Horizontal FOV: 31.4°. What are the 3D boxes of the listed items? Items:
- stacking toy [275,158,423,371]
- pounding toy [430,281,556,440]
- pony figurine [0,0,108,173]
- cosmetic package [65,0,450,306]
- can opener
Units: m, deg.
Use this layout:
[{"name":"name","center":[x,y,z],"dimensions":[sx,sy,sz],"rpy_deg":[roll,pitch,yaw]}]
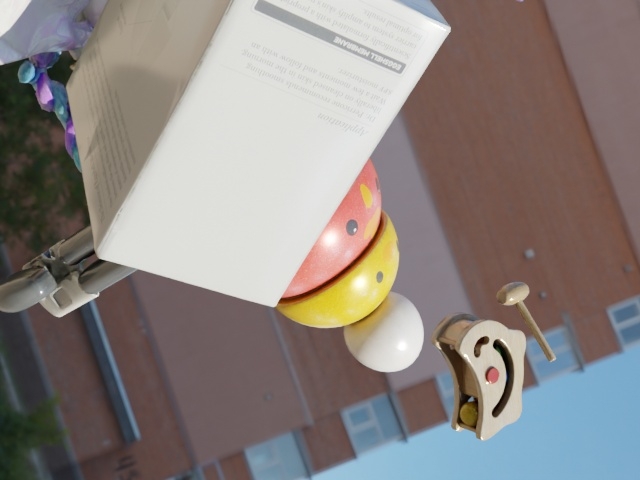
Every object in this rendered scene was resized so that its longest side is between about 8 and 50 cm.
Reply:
[{"name":"stacking toy","center":[0.000,0.000,1.623],"dimensions":[0.480,0.350,0.350],"rpy_deg":[51,-6,-24]},{"name":"pounding toy","center":[0.292,0.209,1.935],"dimensions":[0.155,0.154,0.270],"rpy_deg":[13,-77,55]},{"name":"pony figurine","center":[-0.210,-0.248,1.150],"dimensions":[0.351,0.302,0.364],"rpy_deg":[127,-49,-61]},{"name":"cosmetic package","center":[-0.058,-0.119,0.758],"dimensions":[0.225,0.138,0.224],"rpy_deg":[-56,-148,24]},{"name":"can opener","center":[-0.255,0.030,1.216],"dimensions":[0.280,0.093,0.074],"rpy_deg":[-26,-77,44]}]
